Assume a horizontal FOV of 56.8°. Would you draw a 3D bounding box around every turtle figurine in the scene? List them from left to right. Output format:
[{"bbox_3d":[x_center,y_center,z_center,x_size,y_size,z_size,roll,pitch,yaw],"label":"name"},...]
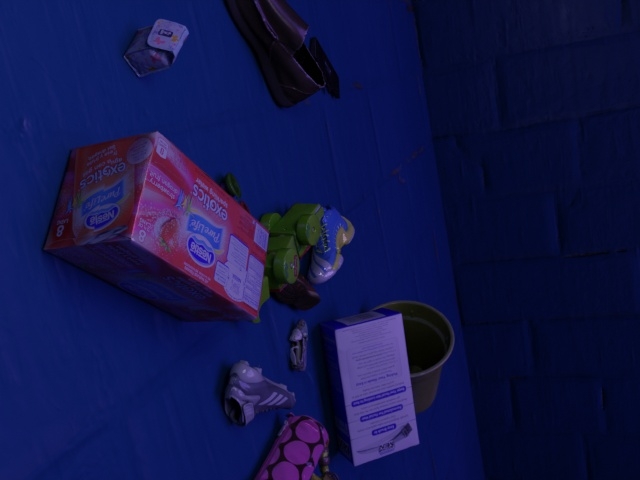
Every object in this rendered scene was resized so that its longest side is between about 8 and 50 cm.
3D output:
[{"bbox_3d":[0.000,0.547,1.255,0.217,0.087,0.270,38,50,-60],"label":"turtle figurine"}]

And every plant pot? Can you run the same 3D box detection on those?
[{"bbox_3d":[0.243,0.359,1.709,0.276,0.276,0.254,-69,158,-47],"label":"plant pot"}]

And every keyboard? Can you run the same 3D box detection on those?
[{"bbox_3d":[0.013,-0.461,1.625,0.180,0.023,0.108,45,38,-55],"label":"keyboard"}]

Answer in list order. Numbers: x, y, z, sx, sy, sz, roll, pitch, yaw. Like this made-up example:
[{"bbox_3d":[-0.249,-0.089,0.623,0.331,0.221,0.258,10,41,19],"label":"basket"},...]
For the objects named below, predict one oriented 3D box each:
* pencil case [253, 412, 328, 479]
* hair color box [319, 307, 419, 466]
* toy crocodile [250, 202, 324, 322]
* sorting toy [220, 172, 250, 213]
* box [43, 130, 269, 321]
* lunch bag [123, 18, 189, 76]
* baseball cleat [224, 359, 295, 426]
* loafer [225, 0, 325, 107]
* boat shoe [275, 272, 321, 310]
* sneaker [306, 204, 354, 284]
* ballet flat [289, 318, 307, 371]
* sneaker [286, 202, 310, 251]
[{"bbox_3d":[-0.066,0.430,1.126,0.098,0.095,0.209,50,33,-9],"label":"pencil case"},{"bbox_3d":[0.120,0.352,1.453,0.110,0.185,0.339,-178,-102,-68],"label":"hair color box"},{"bbox_3d":[-0.078,0.026,1.170,0.340,0.115,0.105,-60,144,-52],"label":"toy crocodile"},{"bbox_3d":[-0.166,-0.070,1.088,0.061,0.042,0.102,-63,131,-77],"label":"sorting toy"},{"bbox_3d":[-0.207,0.000,0.827,0.300,0.142,0.154,45,44,-56],"label":"box"},{"bbox_3d":[-0.243,-0.293,0.889,0.053,0.083,0.071,59,34,-46],"label":"lunch bag"},{"bbox_3d":[-0.118,0.295,1.086,0.206,0.072,0.110,49,54,-47],"label":"baseball cleat"},{"bbox_3d":[-0.084,-0.456,1.250,0.366,0.130,0.134,61,32,-43],"label":"loafer"},{"bbox_3d":[-0.059,0.100,1.275,0.060,0.064,0.178,61,9,29],"label":"boat shoe"},{"bbox_3d":[0.000,0.000,1.426,0.126,0.091,0.240,54,33,-19],"label":"sneaker"},{"bbox_3d":[-0.049,0.226,1.285,0.041,0.041,0.114,30,56,-63],"label":"ballet flat"},{"bbox_3d":[-0.049,-0.022,1.338,0.067,0.042,0.119,30,64,-58],"label":"sneaker"}]
